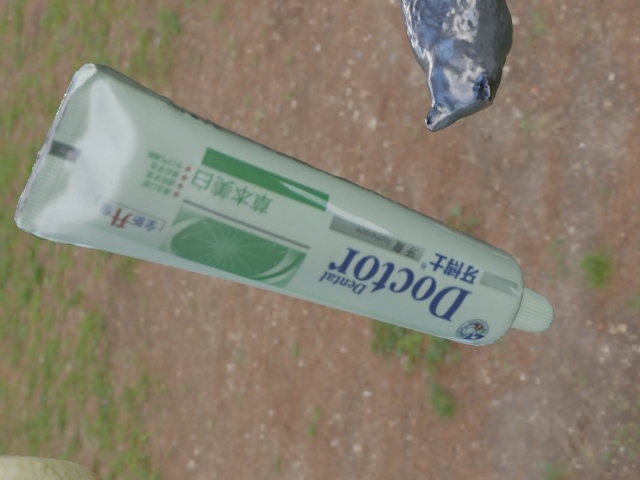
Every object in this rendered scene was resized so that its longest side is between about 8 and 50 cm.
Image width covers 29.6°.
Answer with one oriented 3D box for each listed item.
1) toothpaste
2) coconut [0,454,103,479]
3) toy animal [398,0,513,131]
[{"bbox_3d":[0.000,0.000,0.448,0.064,0.218,0.041,-63,29,15],"label":"toothpaste"},{"bbox_3d":[-0.272,0.309,0.945,0.323,0.323,0.323,-173,90,-69],"label":"coconut"},{"bbox_3d":[0.090,-0.178,0.847,0.121,0.117,0.210,-35,31,35],"label":"toy animal"}]
